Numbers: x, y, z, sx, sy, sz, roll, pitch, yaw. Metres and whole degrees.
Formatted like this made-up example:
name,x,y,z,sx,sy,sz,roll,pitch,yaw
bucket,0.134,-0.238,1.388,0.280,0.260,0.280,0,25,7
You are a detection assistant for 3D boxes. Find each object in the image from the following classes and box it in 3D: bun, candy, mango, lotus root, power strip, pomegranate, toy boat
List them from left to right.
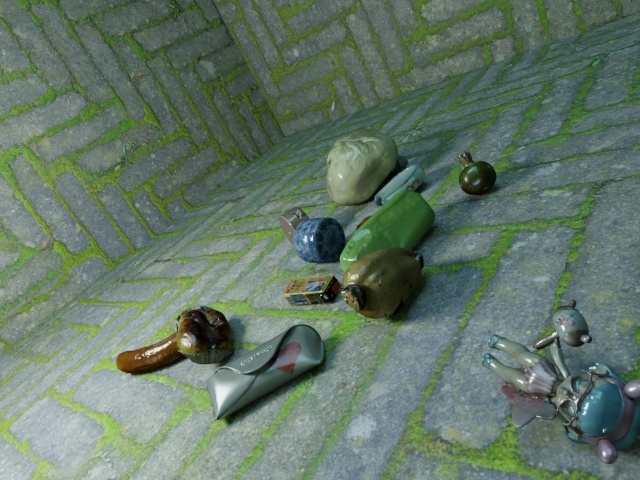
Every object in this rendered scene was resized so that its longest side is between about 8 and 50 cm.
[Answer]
name,x,y,z,sx,sy,sz,roll,pitch,yaw
power strip,-0.081,-0.043,1.714,0.078,0.154,0.154,-33,22,-16
bun,0.135,-0.306,1.877,0.361,0.213,0.361,-40,24,22
mango,0.169,-0.051,1.552,0.127,0.063,0.077,-32,14,-11
lotus root,0.147,0.102,1.131,0.256,0.155,0.140,-24,-22,-33
candy,0.192,-0.009,1.331,0.131,0.142,0.343,12,44,40
toy boat,0.292,-0.183,1.705,0.207,0.079,0.134,-41,15,-2
pomegranate,0.464,-0.206,1.433,0.114,0.142,0.114,-31,-3,-2

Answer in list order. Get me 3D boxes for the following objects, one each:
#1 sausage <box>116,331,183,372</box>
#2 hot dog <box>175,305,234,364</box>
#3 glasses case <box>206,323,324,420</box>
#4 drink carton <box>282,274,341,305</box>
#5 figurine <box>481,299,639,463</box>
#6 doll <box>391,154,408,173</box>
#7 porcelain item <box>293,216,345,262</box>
name,x,y,z,sx,sy,sz,roll,pitch,yaw
sausage,-0.515,0.353,1.475,0.301,0.076,0.103,-21,23,20
hot dog,-0.336,0.265,1.379,0.162,0.082,0.270,9,16,-21
glasses case,-0.137,0.304,1.111,0.307,0.083,0.128,-30,21,-1
drink carton,-0.025,0.146,1.365,0.165,0.056,0.071,-9,37,41
figurine,0.357,0.195,0.705,0.205,0.102,0.260,-58,22,-5
doll,0.309,-0.313,1.951,0.102,0.075,0.227,-18,10,2
porcelain item,0.000,0.000,1.533,0.114,0.147,0.147,-2,34,46
